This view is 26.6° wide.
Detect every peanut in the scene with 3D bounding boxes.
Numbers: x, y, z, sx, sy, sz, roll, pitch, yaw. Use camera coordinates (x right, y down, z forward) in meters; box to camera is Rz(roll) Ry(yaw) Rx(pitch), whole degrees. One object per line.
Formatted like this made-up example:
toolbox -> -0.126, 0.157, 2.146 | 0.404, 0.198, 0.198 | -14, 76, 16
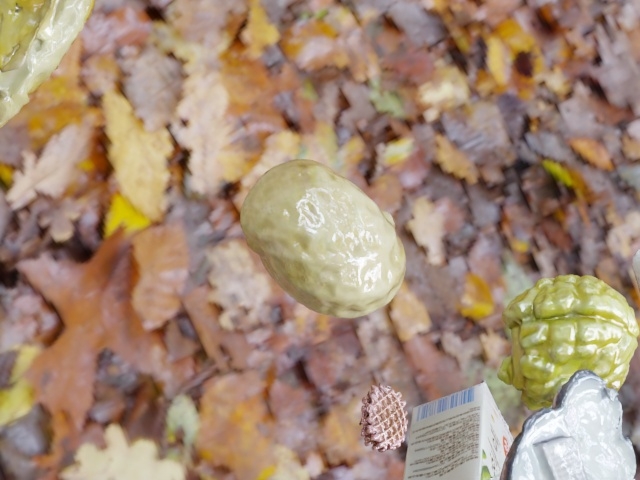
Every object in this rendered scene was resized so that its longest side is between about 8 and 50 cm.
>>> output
peanut -> 0.000, 0.000, 1.131 | 0.159, 0.140, 0.109 | 34, 84, -32

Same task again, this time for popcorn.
popcorn -> 0.284, 0.122, 1.565 | 0.173, 0.173, 0.142 | 0, 41, -45

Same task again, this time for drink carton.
drink carton -> 0.212, 0.366, 1.926 | 0.194, 0.132, 0.324 | 62, 16, -16

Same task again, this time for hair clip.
hair clip -> 0.157, 0.163, 0.771 | 0.116, 0.049, 0.172 | -10, 68, -43

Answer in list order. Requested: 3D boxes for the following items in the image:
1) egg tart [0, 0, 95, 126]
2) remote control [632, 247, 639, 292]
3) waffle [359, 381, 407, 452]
egg tart -> -0.248, -0.186, 0.900 | 0.116, 0.294, 0.295 | 26, 54, -39
remote control -> 0.359, 0.104, 1.231 | 0.055, 0.103, 0.277 | -51, 139, -23
waffle -> 0.078, 0.216, 1.651 | 0.075, 0.029, 0.083 | 24, 62, -45
